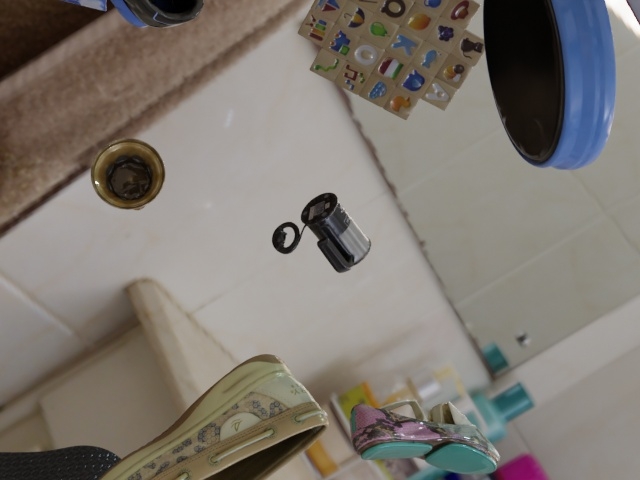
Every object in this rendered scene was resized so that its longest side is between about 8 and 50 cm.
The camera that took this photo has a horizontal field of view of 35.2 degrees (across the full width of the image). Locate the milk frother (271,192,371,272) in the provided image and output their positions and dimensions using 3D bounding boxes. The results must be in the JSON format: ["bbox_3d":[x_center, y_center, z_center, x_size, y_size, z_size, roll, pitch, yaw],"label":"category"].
[{"bbox_3d":[0.000,0.000,1.974,0.134,0.143,0.129,52,47,-33],"label":"milk frother"}]

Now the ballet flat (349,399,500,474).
[{"bbox_3d":[0.127,0.230,1.210,0.222,0.077,0.079,15,50,-33],"label":"ballet flat"}]

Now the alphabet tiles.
[{"bbox_3d":[0.144,-0.401,1.997,0.343,0.285,0.011,26,31,-10],"label":"alphabet tiles"}]

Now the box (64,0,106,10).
[{"bbox_3d":[-0.299,-0.364,1.198,0.178,0.109,0.042,106,-3,-53],"label":"box"}]

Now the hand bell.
[{"bbox_3d":[-0.340,-0.093,1.830,0.126,0.126,0.242,59,-11,5],"label":"hand bell"}]

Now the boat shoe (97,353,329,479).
[{"bbox_3d":[-0.120,0.225,0.902,0.089,0.285,0.104,44,-4,32],"label":"boat shoe"}]

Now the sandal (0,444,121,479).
[{"bbox_3d":[-0.293,0.260,1.099,0.067,0.179,0.040,-103,-153,-43],"label":"sandal"}]

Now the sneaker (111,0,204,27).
[{"bbox_3d":[-0.214,-0.304,1.039,0.091,0.081,0.232,7,-21,40],"label":"sneaker"}]

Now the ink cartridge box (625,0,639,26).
[{"bbox_3d":[0.605,-0.419,1.531,0.131,0.306,0.226,9,-26,49],"label":"ink cartridge box"}]

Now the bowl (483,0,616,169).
[{"bbox_3d":[0.353,-0.301,1.619,0.391,0.077,0.390,169,-90,-83],"label":"bowl"}]
